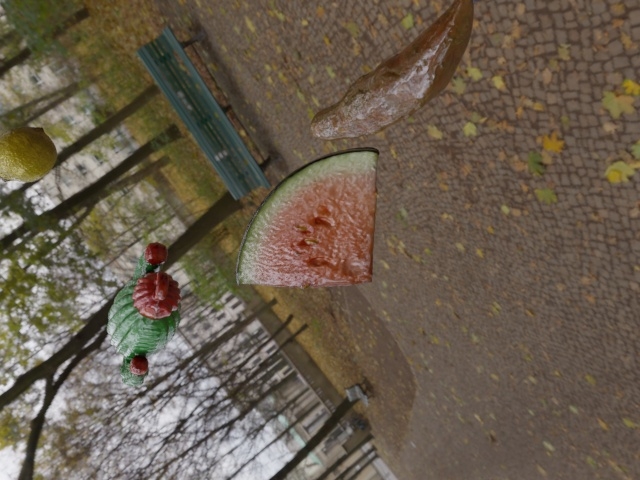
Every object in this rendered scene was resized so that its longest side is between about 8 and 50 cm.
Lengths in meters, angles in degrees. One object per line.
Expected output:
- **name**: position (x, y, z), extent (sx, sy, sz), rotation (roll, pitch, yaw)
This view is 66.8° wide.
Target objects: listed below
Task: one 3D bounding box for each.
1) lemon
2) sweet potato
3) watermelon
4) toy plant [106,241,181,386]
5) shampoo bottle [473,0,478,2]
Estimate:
- **lemon**: position (-0.605, -0.174, 0.992), extent (0.109, 0.133, 0.109), rotation (32, 169, 7)
- **sweet potato**: position (0.103, -0.223, 0.741), extent (0.355, 0.095, 0.106), rotation (-29, 77, 49)
- **watermelon**: position (0.000, 0.000, 0.360), extent (0.094, 0.135, 0.125), rotation (51, 169, 5)
- **toy plant**: position (-0.228, 0.084, 0.637), extent (0.154, 0.088, 0.240), rotation (-107, 34, -46)
- **shampoo bottle**: position (0.228, -0.382, 0.686), extent (0.050, 0.087, 0.183), rotation (60, -154, -5)
